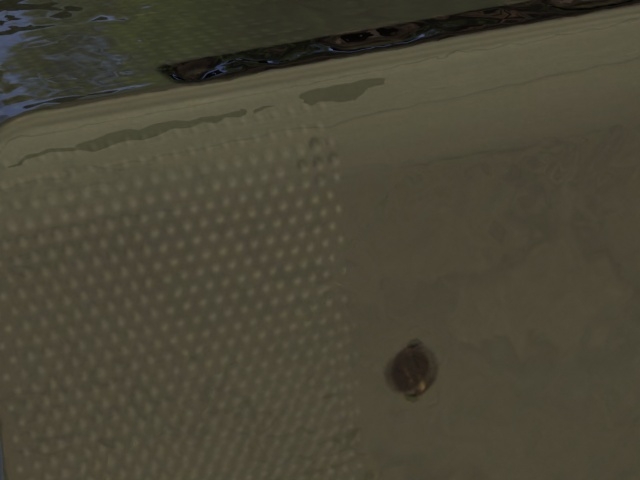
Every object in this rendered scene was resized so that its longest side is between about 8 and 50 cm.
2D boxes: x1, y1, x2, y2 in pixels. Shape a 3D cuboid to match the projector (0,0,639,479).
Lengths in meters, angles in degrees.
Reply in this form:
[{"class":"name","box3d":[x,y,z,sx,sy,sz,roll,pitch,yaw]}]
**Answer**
[{"class":"projector","box3d":[0.000,0.000,0.476,0.177,0.243,0.163,-136,38,-59]}]
